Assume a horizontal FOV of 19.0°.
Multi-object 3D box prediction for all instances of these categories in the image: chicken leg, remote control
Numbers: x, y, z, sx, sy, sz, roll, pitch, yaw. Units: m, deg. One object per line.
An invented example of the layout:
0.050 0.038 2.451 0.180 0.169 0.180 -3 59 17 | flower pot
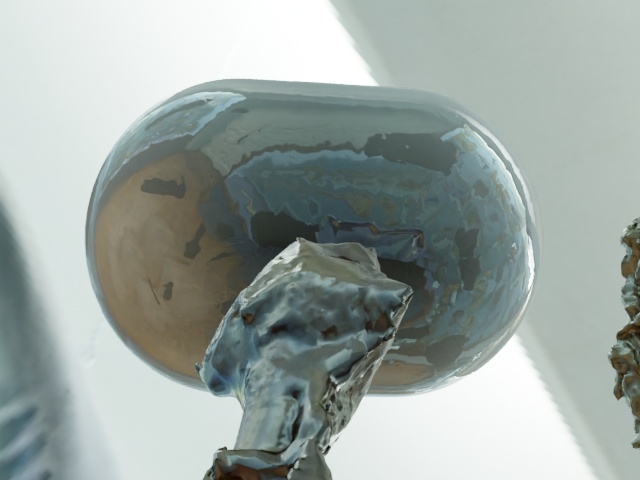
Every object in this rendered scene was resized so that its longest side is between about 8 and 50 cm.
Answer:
-0.020 0.099 0.558 0.113 0.304 0.093 -26 -65 31 | chicken leg
0.000 0.000 1.339 0.332 0.103 0.221 3 -85 -14 | remote control

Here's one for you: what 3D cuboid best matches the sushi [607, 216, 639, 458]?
0.111 0.035 0.555 0.055 0.120 0.052 -26 -36 33 | sushi
